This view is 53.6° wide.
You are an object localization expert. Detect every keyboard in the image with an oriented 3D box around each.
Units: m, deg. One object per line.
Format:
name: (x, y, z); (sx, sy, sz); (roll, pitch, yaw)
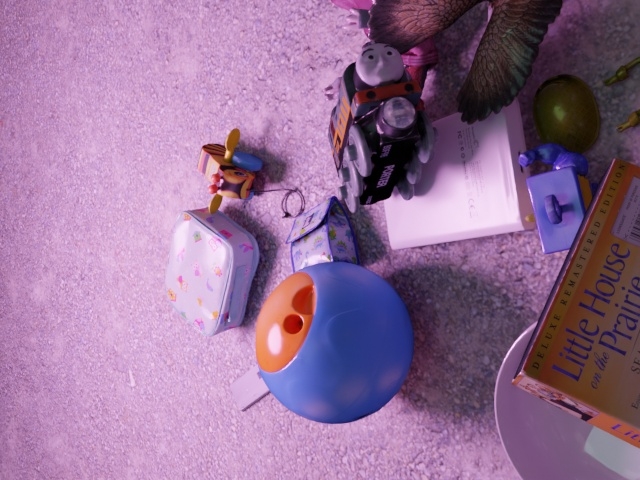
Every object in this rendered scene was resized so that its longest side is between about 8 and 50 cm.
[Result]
keyboard: (-0.134, 0.322, 1.488); (0.256, 0.014, 0.072); (-42, 61, 36)

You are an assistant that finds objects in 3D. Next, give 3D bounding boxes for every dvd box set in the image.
dvd box set: (0.461, 0.116, 0.674); (0.420, 0.062, 0.308); (25, 67, 16)

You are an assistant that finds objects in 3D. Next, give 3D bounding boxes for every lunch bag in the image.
lunch bag: (0.000, 0.000, 1.287); (0.129, 0.096, 0.151); (-29, 60, 43)
lunch bag: (-0.258, 0.079, 1.505); (0.224, 0.108, 0.279); (31, 120, 29)

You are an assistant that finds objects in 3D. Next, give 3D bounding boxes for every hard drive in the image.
hard drive: (0.213, -0.099, 1.060); (0.307, 0.040, 0.203); (-12, 86, 58)

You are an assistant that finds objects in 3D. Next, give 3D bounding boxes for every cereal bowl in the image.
cereal bowl: (0.423, 0.235, 0.870); (0.339, 0.141, 0.339); (11, 107, 39)

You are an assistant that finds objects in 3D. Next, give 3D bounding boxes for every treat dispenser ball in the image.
treat dispenser ball: (0.024, 0.182, 1.144); (0.288, 0.288, 0.288); (4, 97, 42)

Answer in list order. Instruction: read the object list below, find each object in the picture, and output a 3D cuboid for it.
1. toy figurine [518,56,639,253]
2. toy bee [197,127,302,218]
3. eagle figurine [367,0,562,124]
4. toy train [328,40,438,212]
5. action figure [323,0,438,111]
toy figurine: (0.364, -0.076, 0.857); (0.191, 0.217, 0.363); (-14, 85, 42)
toy bee: (-0.197, -0.151, 1.404); (0.298, 0.162, 0.195); (9, 99, 42)
eagle figurine: (0.249, -0.350, 0.922); (0.298, 0.225, 0.226); (-46, 38, -7)
toy train: (0.084, -0.170, 1.013); (0.334, 0.142, 0.190); (98, 157, -75)
action figure: (0.123, -0.397, 1.117); (0.370, 0.275, 0.248); (66, 165, -6)
